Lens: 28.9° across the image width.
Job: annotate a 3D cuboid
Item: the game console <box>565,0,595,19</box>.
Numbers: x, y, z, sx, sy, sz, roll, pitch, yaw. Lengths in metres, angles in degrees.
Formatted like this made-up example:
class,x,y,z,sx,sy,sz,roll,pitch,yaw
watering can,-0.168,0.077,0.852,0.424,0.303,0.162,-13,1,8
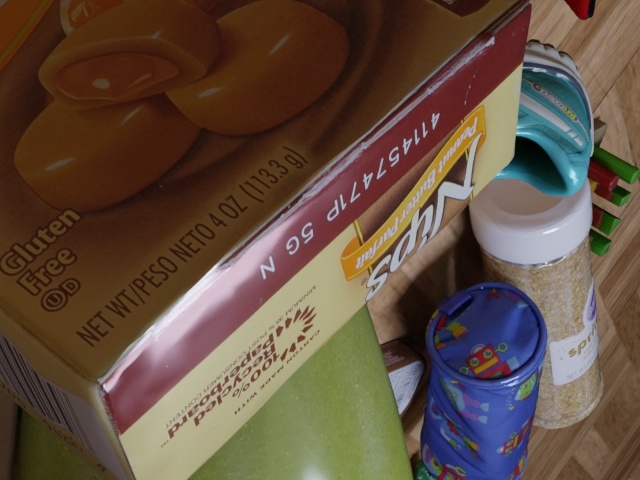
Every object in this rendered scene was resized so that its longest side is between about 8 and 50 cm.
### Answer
class,x,y,z,sx,sy,sz,roll,pitch,yaw
game console,0.234,-0.283,1.050,0.085,0.124,0.144,-21,144,-9

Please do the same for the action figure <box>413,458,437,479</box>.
class,x,y,z,sx,sy,sz,roll,pitch,yaw
action figure,0.119,0.370,1.614,0.137,0.063,0.232,-26,141,-43

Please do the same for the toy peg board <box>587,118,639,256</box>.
class,x,y,z,sx,sy,sz,roll,pitch,yaw
toy peg board,0.287,-0.032,1.423,0.161,0.079,0.161,-30,143,-42

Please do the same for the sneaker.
class,x,y,z,sx,sy,sz,roll,pitch,yaw
sneaker,0.054,-0.080,0.821,0.275,0.109,0.107,1,154,-11

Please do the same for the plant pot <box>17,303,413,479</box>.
class,x,y,z,sx,sy,sz,roll,pitch,yaw
plant pot,-0.071,0.081,0.784,0.275,0.275,0.293,-29,126,-43

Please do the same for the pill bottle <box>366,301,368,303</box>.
class,x,y,z,sx,sy,sz,roll,pitch,yaw
pill bottle,0.000,0.000,0.943,0.108,0.108,0.193,-1,120,-59

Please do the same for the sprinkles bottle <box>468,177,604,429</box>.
class,x,y,z,sx,sy,sz,roll,pitch,yaw
sprinkles bottle,0.239,0.062,1.346,0.121,0.121,0.355,-44,143,-23

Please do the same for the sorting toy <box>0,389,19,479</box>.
class,x,y,z,sx,sy,sz,roll,pitch,yaw
sorting toy,-0.275,0.138,0.727,0.208,0.038,0.193,-23,139,-42

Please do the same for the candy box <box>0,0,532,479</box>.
class,x,y,z,sx,sy,sz,roll,pitch,yaw
candy box,-0.109,-0.076,0.438,0.183,0.316,0.087,-43,152,-25

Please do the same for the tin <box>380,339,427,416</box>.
class,x,y,z,sx,sy,sz,roll,pitch,yaw
tin,0.048,0.163,1.293,0.190,0.040,0.106,-13,127,-54

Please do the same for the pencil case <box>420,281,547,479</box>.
class,x,y,z,sx,sy,sz,roll,pitch,yaw
pencil case,0.168,0.164,1.328,0.119,0.133,0.306,-39,152,-20
